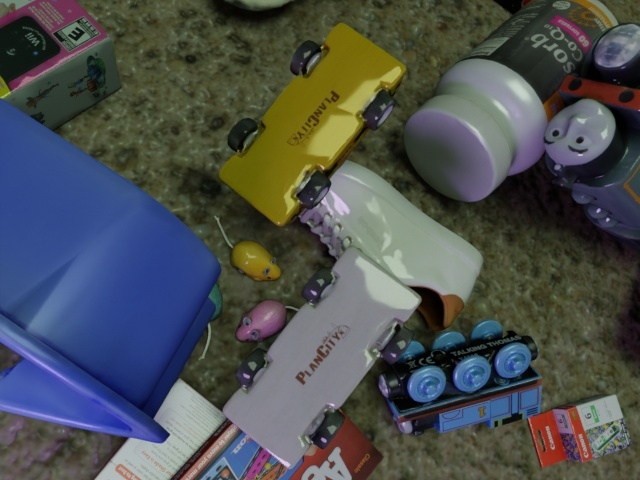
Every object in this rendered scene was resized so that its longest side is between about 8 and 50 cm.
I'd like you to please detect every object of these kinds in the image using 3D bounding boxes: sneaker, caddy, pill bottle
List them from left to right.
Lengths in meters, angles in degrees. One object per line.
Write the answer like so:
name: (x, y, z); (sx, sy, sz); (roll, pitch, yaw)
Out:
caddy: (-0.245, 0.036, 0.419); (0.341, 0.241, 0.179); (32, 64, 2)
sneaker: (0.047, 0.004, 0.580); (0.290, 0.106, 0.123); (30, 67, -6)
pill bottle: (0.244, -0.182, 0.657); (0.162, 0.162, 0.278); (47, 68, 2)

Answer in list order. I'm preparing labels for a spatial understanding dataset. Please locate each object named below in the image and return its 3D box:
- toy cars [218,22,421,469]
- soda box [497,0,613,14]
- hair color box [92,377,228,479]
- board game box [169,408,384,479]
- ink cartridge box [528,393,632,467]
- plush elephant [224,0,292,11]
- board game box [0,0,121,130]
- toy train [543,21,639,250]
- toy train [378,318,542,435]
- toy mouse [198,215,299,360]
toy cars: (0.000, 0.000, 0.488); (0.177, 0.087, 0.393); (-3, 83, 6)
soda box: (0.357, -0.360, 0.793); (0.169, 0.060, 0.053); (33, 68, -3)
hair color box: (-0.156, 0.226, 0.490); (0.093, 0.053, 0.167); (40, 67, -3)
board game box: (-0.077, 0.259, 0.469); (0.281, 0.027, 0.145); (-45, 101, -23)
ink cartridge box: (0.315, 0.231, 0.626); (0.115, 0.029, 0.062); (-9, 77, -17)
plush elephant: (-0.052, -0.446, 0.622); (0.255, 0.330, 0.271); (-21, 66, 3)
board game box: (-0.404, -0.181, 0.522); (0.224, 0.097, 0.303); (46, 69, 2)
toy train: (0.378, -0.105, 0.606); (0.334, 0.142, 0.190); (21, 101, -43)
toy train: (0.155, 0.158, 0.569); (0.184, 0.080, 0.105); (-13, 111, -10)
toy mouse: (-0.092, 0.068, 0.565); (0.161, 0.031, 0.143); (36, 69, -3)
